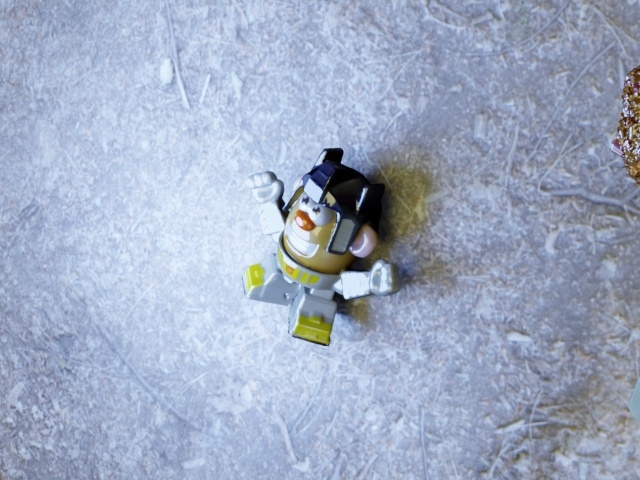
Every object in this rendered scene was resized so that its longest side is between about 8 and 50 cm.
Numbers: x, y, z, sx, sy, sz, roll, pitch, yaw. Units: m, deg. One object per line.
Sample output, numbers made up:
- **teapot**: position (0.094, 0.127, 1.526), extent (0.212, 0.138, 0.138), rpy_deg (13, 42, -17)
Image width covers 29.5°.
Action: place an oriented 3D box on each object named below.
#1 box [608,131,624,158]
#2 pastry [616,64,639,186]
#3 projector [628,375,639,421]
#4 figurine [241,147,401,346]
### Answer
- **box**: position (0.497, -0.108, 1.566), extent (0.224, 0.069, 0.120), rpy_deg (37, 114, 24)
- **pastry**: position (0.417, -0.142, 1.535), extent (0.087, 0.063, 0.169), rpy_deg (-4, 94, 31)
- **projector**: position (0.549, 0.181, 1.546), extent (0.259, 0.079, 0.257), rpy_deg (33, 128, 30)
- **figurine**: position (-0.001, -0.002, 1.875), extent (0.309, 0.143, 0.308), rpy_deg (6, 110, 18)
